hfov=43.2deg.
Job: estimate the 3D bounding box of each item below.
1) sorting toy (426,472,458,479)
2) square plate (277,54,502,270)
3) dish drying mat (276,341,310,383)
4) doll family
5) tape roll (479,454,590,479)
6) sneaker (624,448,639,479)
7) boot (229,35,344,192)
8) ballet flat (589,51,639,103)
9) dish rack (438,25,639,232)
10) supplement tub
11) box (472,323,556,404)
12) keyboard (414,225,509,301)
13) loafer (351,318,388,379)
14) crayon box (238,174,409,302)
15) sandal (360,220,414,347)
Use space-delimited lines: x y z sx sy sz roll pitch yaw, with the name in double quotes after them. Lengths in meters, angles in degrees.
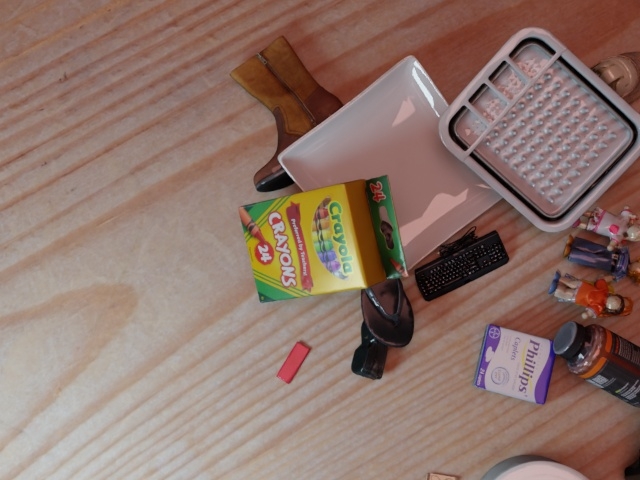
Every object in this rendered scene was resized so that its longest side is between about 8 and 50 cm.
0.231 0.496 1.562 0.062 0.012 0.083 8 77 4 "sorting toy"
0.150 -0.135 1.635 0.344 0.049 0.347 -38 96 -2 "square plate"
-0.056 0.250 1.648 0.032 0.008 0.083 30 83 11 "dish drying mat"
0.549 0.059 1.571 0.163 0.118 0.263 20 64 17 "doll family"
0.394 0.517 1.459 0.246 0.169 0.246 -2 79 8 "tape roll"
0.618 0.360 1.455 0.087 0.227 0.130 -9 62 -25 "sneaker"
-0.102 -0.270 1.710 0.264 0.096 0.280 -41 76 -1 "boot"
0.547 -0.299 1.628 0.316 0.106 0.108 -30 77 0 "ballet flat"
0.426 -0.212 1.564 0.333 0.072 0.285 41 102 -2 "dish rack"
0.535 0.224 1.503 0.197 0.106 0.106 29 84 -8 "supplement tub"
0.376 0.239 1.563 0.137 0.072 0.126 14 82 9 "box"
0.278 0.044 1.617 0.192 0.038 0.100 -27 98 1 "keyboard"
0.115 0.196 1.620 0.061 0.062 0.170 29 74 -27 "loafer"
0.000 0.000 1.553 0.318 0.081 0.202 -12 93 36 "crayon box"
0.120 0.085 1.571 0.097 0.054 0.255 -12 83 -5 "sandal"
